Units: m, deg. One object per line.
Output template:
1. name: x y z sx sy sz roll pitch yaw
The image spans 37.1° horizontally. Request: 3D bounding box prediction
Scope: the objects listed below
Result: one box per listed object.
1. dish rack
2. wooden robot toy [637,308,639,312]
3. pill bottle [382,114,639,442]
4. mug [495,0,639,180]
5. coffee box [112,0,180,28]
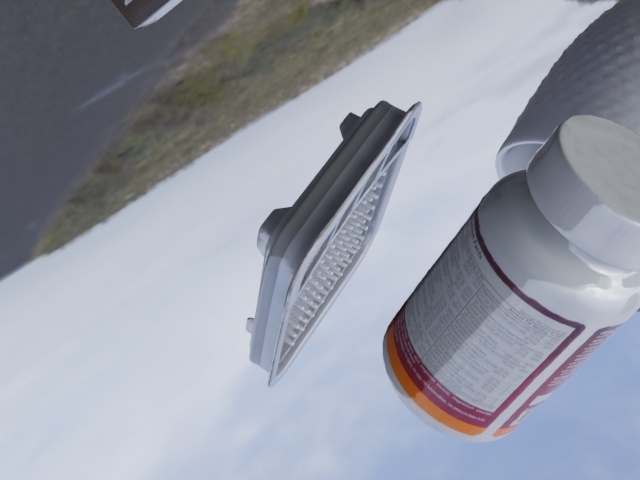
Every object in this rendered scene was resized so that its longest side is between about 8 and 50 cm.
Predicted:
1. dish rack: 0.000 0.000 1.118 0.285 0.072 0.333 -55 168 -31
2. wooden robot toy: 0.334 0.056 0.928 0.079 0.076 0.173 -13 158 10
3. pill bottle: 0.139 0.030 0.637 0.121 0.121 0.221 -42 168 -49
4. mug: 0.480 -0.149 1.330 0.328 0.374 0.276 -56 -170 -16
5. coffee box: -0.197 -0.424 1.322 0.246 0.141 0.098 -34 -169 20
